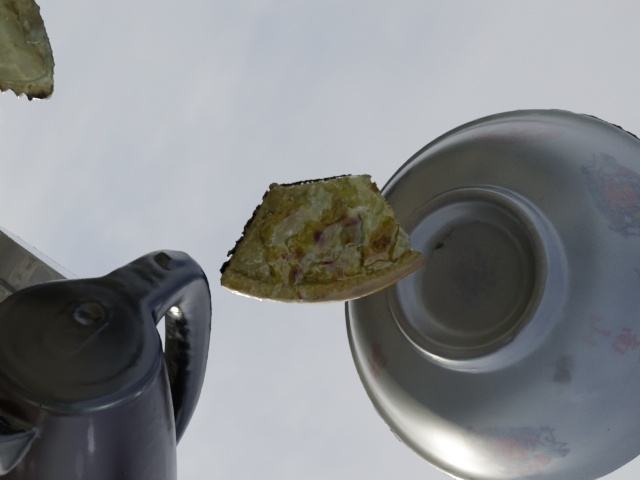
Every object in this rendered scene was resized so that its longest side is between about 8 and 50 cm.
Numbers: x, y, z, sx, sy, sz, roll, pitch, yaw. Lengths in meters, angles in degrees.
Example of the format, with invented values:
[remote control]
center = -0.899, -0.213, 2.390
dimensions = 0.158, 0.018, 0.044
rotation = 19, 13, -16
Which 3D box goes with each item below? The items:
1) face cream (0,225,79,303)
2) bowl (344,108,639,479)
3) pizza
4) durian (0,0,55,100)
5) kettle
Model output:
[face cream]
center = -0.285, 0.092, 1.829
dimensions = 0.153, 0.177, 0.177
rotation = -55, -155, -4
[bowl]
center = 0.149, 0.040, 1.615
dimensions = 0.346, 0.157, 0.345
rotation = -4, -100, 24
[pizza]
center = 0.000, 0.000, 1.483
dimensions = 0.036, 0.160, 0.099
rotation = -174, -101, -79
[durian]
center = -0.201, -0.138, 1.154
dimensions = 0.052, 0.130, 0.066
rotation = -33, -157, -24
[kettle]
center = -0.134, 0.125, 1.153
dimensions = 0.202, 0.144, 0.232
rotation = -34, 148, -39
